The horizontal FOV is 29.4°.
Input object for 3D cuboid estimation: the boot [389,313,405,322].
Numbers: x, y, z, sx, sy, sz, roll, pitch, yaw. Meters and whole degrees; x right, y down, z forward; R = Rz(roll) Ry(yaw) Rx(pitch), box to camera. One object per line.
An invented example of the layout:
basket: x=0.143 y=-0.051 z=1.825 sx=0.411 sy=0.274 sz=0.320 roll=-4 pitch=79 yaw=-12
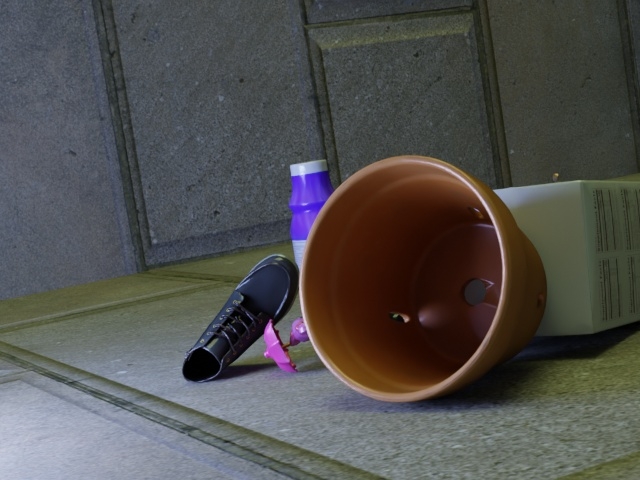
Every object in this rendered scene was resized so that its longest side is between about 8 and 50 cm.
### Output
boot: x=0.117 y=0.127 z=1.901 sx=0.099 sy=0.045 sz=0.121 roll=-1 pitch=2 yaw=41

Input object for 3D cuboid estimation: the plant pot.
plant pot: x=0.147 y=0.057 z=1.505 sx=0.290 sy=0.291 sz=0.203 roll=-5 pitch=-11 yaw=35

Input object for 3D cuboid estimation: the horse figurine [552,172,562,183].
horse figurine: x=0.462 y=-0.021 z=2.465 sx=0.066 sy=0.175 sz=0.263 roll=4 pitch=24 yaw=30

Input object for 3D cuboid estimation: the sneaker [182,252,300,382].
sneaker: x=-0.113 y=0.121 z=1.782 sx=0.222 sy=0.083 sz=0.118 roll=-53 pitch=-2 yaw=20

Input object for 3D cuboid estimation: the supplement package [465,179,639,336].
supplement package: x=0.326 y=0.023 z=1.683 sx=0.199 sy=0.198 sz=0.262 roll=-5 pitch=-1 yaw=34

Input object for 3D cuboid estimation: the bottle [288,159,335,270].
bottle: x=0.000 y=0.000 z=2.167 sx=0.092 sy=0.283 sz=0.118 roll=-11 pitch=4 yaw=-23

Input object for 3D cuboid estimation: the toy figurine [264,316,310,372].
toy figurine: x=-0.005 y=0.124 z=1.750 sx=0.159 sy=0.130 sz=0.173 roll=-29 pitch=-8 yaw=-40
